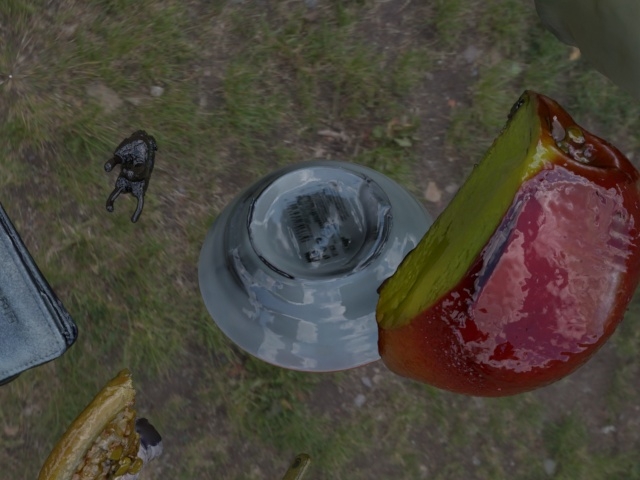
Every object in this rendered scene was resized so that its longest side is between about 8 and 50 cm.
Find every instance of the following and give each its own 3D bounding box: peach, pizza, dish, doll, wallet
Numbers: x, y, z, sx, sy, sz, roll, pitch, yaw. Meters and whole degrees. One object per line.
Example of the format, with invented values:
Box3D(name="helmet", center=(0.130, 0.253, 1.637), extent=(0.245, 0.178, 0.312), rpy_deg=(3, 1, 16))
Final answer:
Box3D(name="peach", center=(0.149, 0.041, 0.720), extent=(0.159, 0.154, 0.267), rpy_deg=(34, 111, -7))
Box3D(name="pizza", center=(-0.206, 0.206, 0.854), extent=(0.041, 0.131, 0.178), rpy_deg=(31, 81, 23))
Box3D(name="dish", center=(0.000, 0.000, 0.937), extent=(0.260, 0.260, 0.085), rpy_deg=(-23, 148, -13))
Box3D(name="doll", center=(-0.294, -0.119, 1.467), extent=(0.057, 0.165, 0.139), rpy_deg=(13, 138, 0))
Box3D(name="wallet", center=(-0.376, 0.052, 1.007), extent=(0.167, 0.036, 0.222), rpy_deg=(-23, 99, 23))

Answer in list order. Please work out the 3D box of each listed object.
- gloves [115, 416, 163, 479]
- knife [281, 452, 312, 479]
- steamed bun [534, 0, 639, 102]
Box3D(name="gloves", center=(-0.312, 0.330, 1.409), extent=(0.144, 0.110, 0.094), rpy_deg=(-4, 144, -36))
Box3D(name="knife", center=(-0.076, 0.314, 0.895), extent=(0.022, 0.046, 0.256), rpy_deg=(58, 47, -30))
Box3D(name="steamed bun", center=(0.294, -0.274, 0.743), extent=(0.247, 0.339, 0.352), rpy_deg=(10, 96, 19))
